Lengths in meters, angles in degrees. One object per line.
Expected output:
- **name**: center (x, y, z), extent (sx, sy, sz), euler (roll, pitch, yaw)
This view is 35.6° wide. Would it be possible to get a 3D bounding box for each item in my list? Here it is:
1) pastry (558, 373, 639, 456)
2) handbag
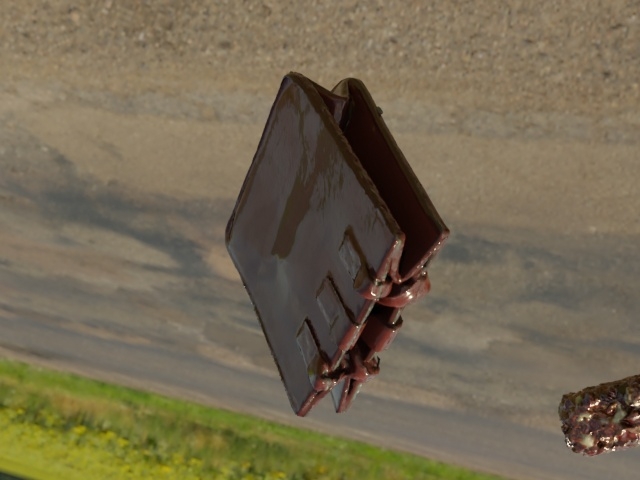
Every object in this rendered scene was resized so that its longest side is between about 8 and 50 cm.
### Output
- **pastry**: center (0.424, 0.223, 1.322), extent (0.208, 0.097, 0.115), euler (-21, 178, 22)
- **handbag**: center (0.001, 0.000, 0.996), extent (0.084, 0.275, 0.260), euler (3, 130, -30)
